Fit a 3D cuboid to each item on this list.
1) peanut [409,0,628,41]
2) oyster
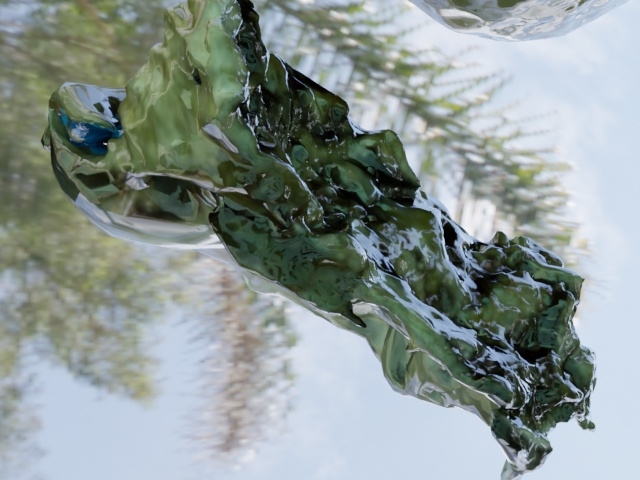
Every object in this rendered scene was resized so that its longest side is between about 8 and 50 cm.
[{"bbox_3d":[0.068,-0.157,0.687,0.149,0.313,0.149,1,-66,1],"label":"peanut"},{"bbox_3d":[0.000,0.000,0.602,0.214,0.223,0.083,36,-99,-22],"label":"oyster"}]
